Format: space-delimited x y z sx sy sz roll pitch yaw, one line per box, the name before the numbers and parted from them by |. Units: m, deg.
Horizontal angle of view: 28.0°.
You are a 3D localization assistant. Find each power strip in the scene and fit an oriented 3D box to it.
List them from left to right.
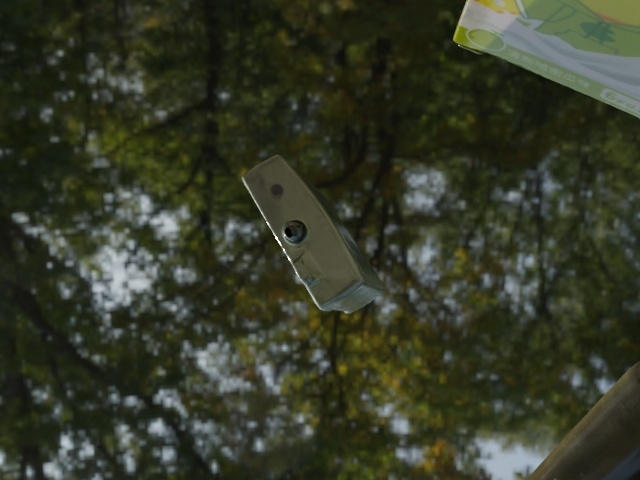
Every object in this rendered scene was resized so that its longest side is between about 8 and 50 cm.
power strip | 0.000 0.000 0.701 0.029 0.080 0.227 -32 174 3

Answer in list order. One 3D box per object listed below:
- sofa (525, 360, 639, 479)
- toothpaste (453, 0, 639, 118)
sofa | 0.258 0.213 0.824 0.258 0.200 0.182 44 -153 16
toothpaste | 0.131 -0.146 0.448 0.110 0.327 0.077 25 -106 4
